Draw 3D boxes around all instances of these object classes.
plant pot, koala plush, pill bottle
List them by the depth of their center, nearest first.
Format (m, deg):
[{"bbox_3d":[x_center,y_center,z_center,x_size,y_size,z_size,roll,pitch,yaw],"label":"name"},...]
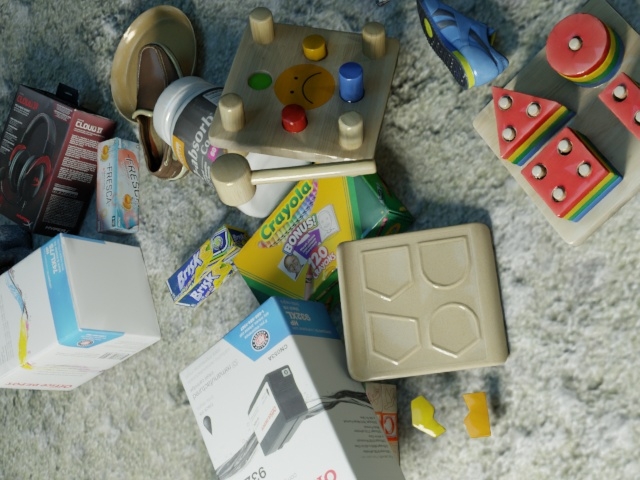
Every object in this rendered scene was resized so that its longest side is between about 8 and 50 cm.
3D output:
[{"bbox_3d":[-0.157,-0.167,1.778,0.278,0.162,0.162,36,104,37],"label":"pill bottle"},{"bbox_3d":[-0.317,-0.338,2.022,0.236,0.032,0.236,-9,75,37],"label":"plant pot"},{"bbox_3d":[-0.677,0.072,2.102,0.196,0.221,0.203,26,98,38],"label":"koala plush"}]

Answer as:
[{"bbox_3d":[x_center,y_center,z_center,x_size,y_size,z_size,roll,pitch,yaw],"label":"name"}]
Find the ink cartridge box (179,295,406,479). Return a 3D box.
[{"bbox_3d":[-0.047,0.270,1.512,0.223,0.129,0.307,-40,60,25],"label":"ink cartridge box"}]

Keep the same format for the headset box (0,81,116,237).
[{"bbox_3d":[-0.554,-0.174,2.125,0.218,0.110,0.293,26,98,39],"label":"headset box"}]

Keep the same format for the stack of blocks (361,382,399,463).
[{"bbox_3d":[-0.025,0.278,1.634,0.297,0.087,0.171,-11,75,36],"label":"stack of blocks"}]

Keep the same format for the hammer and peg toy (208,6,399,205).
[{"bbox_3d":[-0.026,-0.184,1.583,0.266,0.127,0.361,8,58,8],"label":"hammer and peg toy"}]

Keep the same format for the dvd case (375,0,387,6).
[{"bbox_3d":[0.130,-0.449,1.703,0.119,0.013,0.087,-27,65,32],"label":"dvd case"}]

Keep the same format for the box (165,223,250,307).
[{"bbox_3d":[-0.194,0.047,1.831,0.169,0.059,0.054,-43,56,24],"label":"box"}]

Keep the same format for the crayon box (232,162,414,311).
[{"bbox_3d":[0.000,0.000,1.673,0.278,0.081,0.165,-49,56,21],"label":"crayon box"}]

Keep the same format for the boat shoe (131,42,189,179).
[{"bbox_3d":[-0.298,-0.239,1.910,0.095,0.095,0.257,-13,88,30],"label":"boat shoe"}]

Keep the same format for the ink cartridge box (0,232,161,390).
[{"bbox_3d":[-0.476,0.142,1.946,0.270,0.198,0.197,-30,64,30],"label":"ink cartridge box"}]

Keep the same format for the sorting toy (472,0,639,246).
[{"bbox_3d":[0.351,-0.173,1.426,0.257,0.089,0.255,-46,57,22],"label":"sorting toy"}]

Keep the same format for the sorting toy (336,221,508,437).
[{"bbox_3d":[0.150,0.136,1.505,0.229,0.041,0.307,-7,75,7],"label":"sorting toy"}]

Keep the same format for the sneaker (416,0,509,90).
[{"bbox_3d":[0.215,-0.312,1.588,0.082,0.069,0.209,-25,52,-4],"label":"sneaker"}]

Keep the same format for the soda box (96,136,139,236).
[{"bbox_3d":[-0.392,-0.104,2.018,0.063,0.058,0.183,-11,75,36],"label":"soda box"}]
